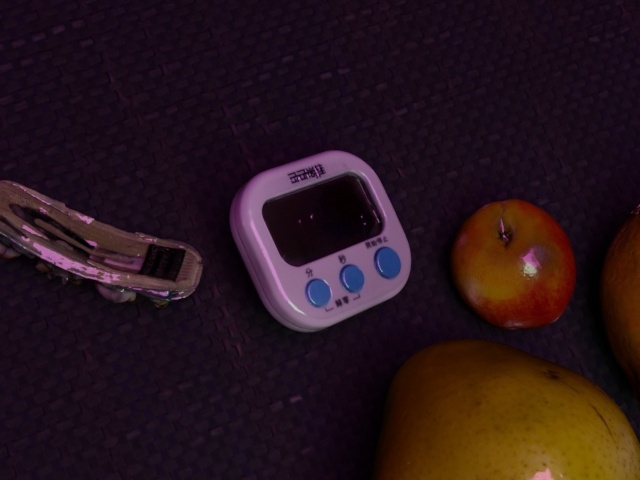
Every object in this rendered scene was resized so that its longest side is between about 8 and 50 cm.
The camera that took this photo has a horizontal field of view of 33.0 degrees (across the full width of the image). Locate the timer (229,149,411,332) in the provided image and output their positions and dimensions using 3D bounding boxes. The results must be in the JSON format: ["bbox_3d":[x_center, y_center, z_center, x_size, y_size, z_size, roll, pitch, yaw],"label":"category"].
[{"bbox_3d":[0.000,0.000,1.558,0.262,0.087,0.237,-21,83,-37],"label":"timer"}]

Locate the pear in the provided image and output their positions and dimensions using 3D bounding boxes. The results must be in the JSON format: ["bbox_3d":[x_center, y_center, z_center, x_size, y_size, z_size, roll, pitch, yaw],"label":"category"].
[{"bbox_3d":[0.241,0.322,1.427,0.362,0.362,0.418,-10,54,-16],"label":"pear"}]

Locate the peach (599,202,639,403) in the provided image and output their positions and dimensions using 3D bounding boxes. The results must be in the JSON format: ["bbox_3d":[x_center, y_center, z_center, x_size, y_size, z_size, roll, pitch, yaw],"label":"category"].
[{"bbox_3d":[0.588,0.092,1.596,0.372,0.290,0.373,2,80,-11],"label":"peach"}]

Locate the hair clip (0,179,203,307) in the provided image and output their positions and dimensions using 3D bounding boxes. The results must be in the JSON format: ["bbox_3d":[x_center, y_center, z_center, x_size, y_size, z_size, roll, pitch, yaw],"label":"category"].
[{"bbox_3d":[-0.329,0.020,1.501,0.321,0.138,0.091,22,117,-8],"label":"hair clip"}]

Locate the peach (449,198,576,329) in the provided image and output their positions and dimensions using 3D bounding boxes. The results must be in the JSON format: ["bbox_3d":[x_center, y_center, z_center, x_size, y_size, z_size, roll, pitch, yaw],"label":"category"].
[{"bbox_3d":[0.290,0.040,1.631,0.190,0.192,0.190,-8,46,9],"label":"peach"}]
